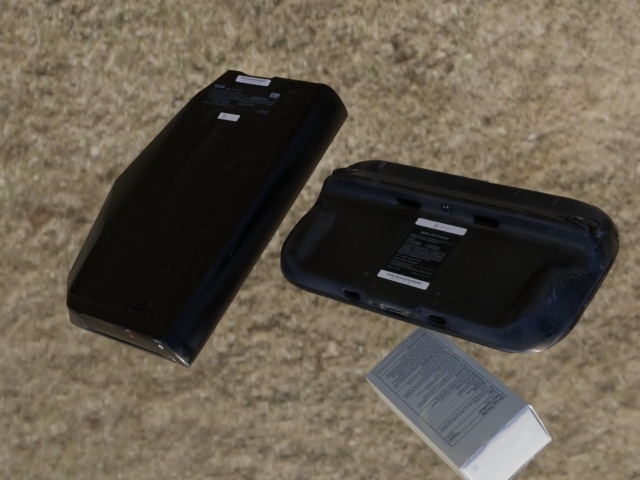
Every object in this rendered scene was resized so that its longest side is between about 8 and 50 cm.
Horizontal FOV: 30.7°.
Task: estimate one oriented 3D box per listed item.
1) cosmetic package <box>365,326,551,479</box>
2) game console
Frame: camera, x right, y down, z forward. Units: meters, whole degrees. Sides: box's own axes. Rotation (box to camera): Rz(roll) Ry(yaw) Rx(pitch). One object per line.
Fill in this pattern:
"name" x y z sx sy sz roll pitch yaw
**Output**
"cosmetic package" 0.086 0.106 0.743 0.060 0.115 0.041 -41 127 -5
"game console" 0.000 0.000 0.729 0.361 0.213 0.044 15 153 37
